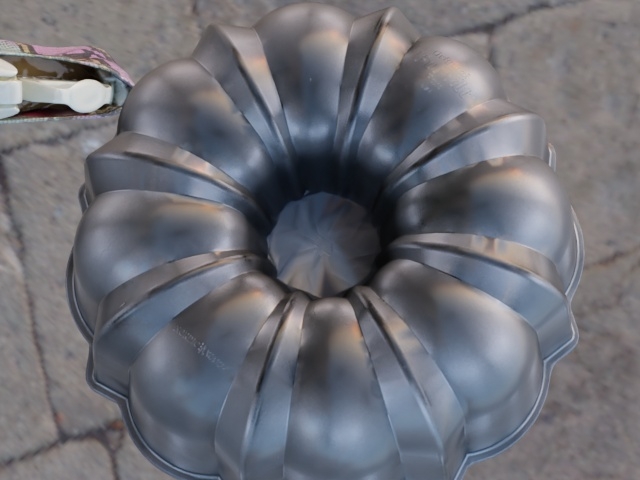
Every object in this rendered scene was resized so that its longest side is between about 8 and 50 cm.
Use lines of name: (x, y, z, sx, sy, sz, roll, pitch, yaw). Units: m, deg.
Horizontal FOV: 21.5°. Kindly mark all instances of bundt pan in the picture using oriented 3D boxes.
bundt pan: (0.000, 0.000, 1.008, 0.331, 0.124, 0.331, -1, 74, 2)

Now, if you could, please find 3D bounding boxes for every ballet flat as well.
ballet flat: (-0.248, -0.128, 1.405, 0.221, 0.079, 0.077, -7, 109, -40)
